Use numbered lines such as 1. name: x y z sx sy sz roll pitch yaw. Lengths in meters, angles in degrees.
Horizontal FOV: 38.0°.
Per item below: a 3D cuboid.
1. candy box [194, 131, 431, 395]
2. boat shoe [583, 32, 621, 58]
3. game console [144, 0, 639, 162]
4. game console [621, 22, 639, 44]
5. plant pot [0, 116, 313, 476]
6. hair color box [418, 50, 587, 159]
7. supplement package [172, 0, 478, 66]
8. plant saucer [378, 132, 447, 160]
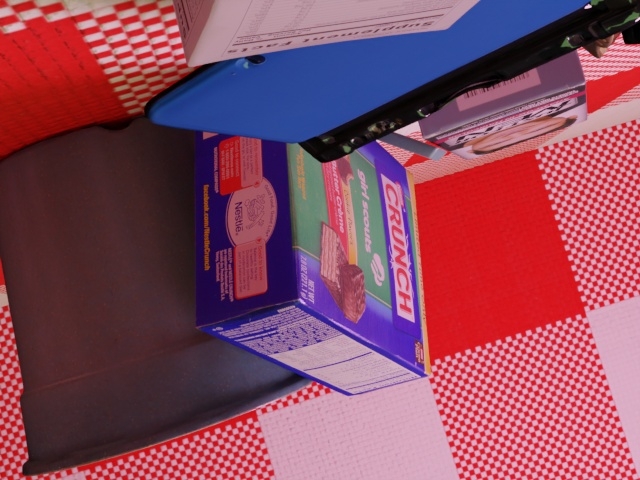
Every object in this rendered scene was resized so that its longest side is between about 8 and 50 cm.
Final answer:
1. candy box: 0.000 0.000 1.001 0.122 0.268 0.317 -15 154 24
2. boat shoe: 0.326 -0.260 1.076 0.060 0.064 0.178 -49 171 10
3. game console: 0.055 -0.178 0.641 0.293 0.250 0.173 -20 134 42
4. game console: 0.393 -0.181 0.900 0.213 0.044 0.361 3 -136 27
5. plant pot: -0.214 0.053 1.072 0.341 0.334 0.341 -16 176 -1
6. hair color box: 0.232 -0.192 1.175 0.185 0.114 0.374 -17 177 16
7. supplement package: 0.019 -0.168 0.321 0.139 0.134 0.244 -12 176 -18
8. plant saucer: 0.055 -0.133 1.111 0.192 0.018 0.067 23 -173 15
